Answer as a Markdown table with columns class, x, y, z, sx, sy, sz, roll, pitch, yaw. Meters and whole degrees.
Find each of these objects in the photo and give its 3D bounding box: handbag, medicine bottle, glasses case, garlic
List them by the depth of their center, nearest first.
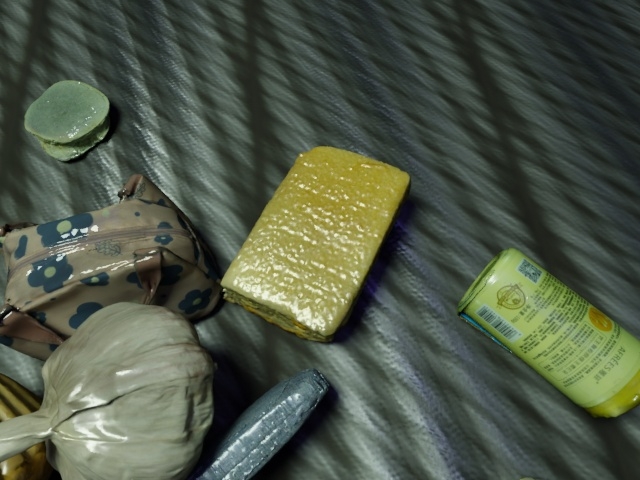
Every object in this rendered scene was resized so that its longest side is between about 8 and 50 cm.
| class | x | y | z | sx | sy | sz | roll | pitch | yaw |
| --- | --- | --- | --- | --- | --- | --- | --- | --- | --- |
| garlic | -0.229 | 0.168 | 0.412 | 0.219 | 0.212 | 0.218 | -4 | 82 | 34 |
| glasses case | -0.103 | 0.259 | 0.500 | 0.283 | 0.109 | 0.067 | -38 | 83 | -15 |
| handbag | -0.283 | 0.039 | 0.552 | 0.252 | 0.193 | 0.190 | -23 | 70 | -10 |
| medicine bottle | 0.315 | 0.124 | 0.559 | 0.239 | 0.124 | 0.124 | 40 | 72 | 15 |

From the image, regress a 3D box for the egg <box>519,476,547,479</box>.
| class | x | y | z | sx | sy | sz | roll | pitch | yaw |
| --- | --- | --- | --- | --- | --- | --- | --- | --- | --- |
| egg | 0.268 | 0.407 | 0.403 | 0.265 | 0.174 | 0.286 | 21 | 64 | 5 |

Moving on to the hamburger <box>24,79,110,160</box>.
| class | x | y | z | sx | sy | sz | roll | pitch | yaw |
| --- | --- | --- | --- | --- | --- | --- | --- | --- | --- |
| hamburger | -0.443 | -0.214 | 0.736 | 0.133 | 0.062 | 0.140 | 32 | 68 | 9 |

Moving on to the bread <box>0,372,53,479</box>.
| class | x | y | z | sx | sy | sz | roll | pitch | yaw |
| --- | --- | --- | --- | --- | --- | --- | --- | --- | --- |
| bread | -0.428 | 0.228 | 0.433 | 0.275 | 0.274 | 0.149 | -10 | 94 | -4 |

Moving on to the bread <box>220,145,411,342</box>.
| class | x | y | z | sx | sy | sz | roll | pitch | yaw |
| --- | --- | --- | --- | --- | --- | --- | --- | --- | --- |
| bread | 0.000 | 0.000 | 0.617 | 0.185 | 0.114 | 0.274 | 23 | 67 | 14 |
